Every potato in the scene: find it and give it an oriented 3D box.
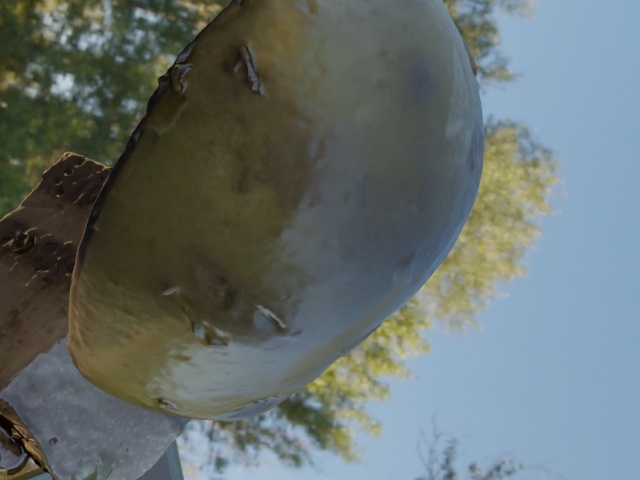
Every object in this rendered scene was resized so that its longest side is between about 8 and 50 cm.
[{"bbox_3d":[0.000,0.000,0.569,0.116,0.239,0.299,43,-53,18],"label":"potato"}]

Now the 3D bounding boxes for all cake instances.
[{"bbox_3d":[-0.222,0.092,0.951,0.198,0.196,0.293,27,-116,39],"label":"cake"}]

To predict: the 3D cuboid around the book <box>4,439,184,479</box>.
[{"bbox_3d":[-0.206,0.308,1.087,0.018,0.170,0.242,34,-43,55],"label":"book"}]
